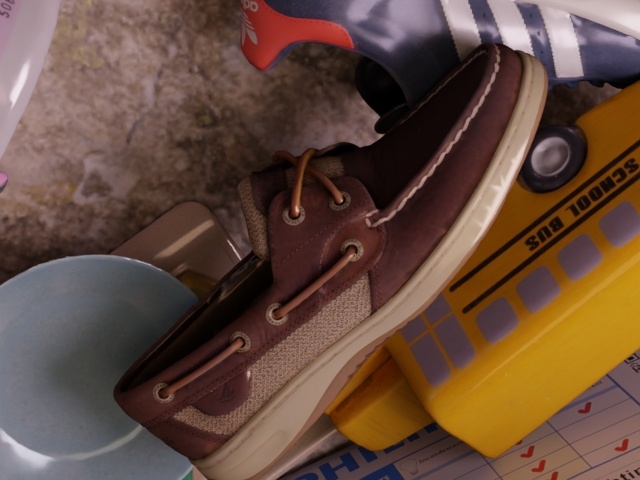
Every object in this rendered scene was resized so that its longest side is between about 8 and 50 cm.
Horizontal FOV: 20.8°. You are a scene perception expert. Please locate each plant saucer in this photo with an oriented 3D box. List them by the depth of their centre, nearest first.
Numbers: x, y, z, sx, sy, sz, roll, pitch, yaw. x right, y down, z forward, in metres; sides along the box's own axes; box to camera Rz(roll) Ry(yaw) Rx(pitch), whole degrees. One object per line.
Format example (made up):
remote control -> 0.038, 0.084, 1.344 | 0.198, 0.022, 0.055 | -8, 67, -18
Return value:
plant saucer -> -0.158, 0.094, 1.150 | 0.195, 0.037, 0.195 | -7, 112, -16

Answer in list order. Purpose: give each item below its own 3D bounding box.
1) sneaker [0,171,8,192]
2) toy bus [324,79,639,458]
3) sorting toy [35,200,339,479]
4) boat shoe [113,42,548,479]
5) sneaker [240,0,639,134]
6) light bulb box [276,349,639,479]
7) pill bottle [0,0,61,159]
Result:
sneaker -> -0.265, -0.036, 1.123 | 0.119, 0.047, 0.057 | -24, 92, -10
toy bus -> 0.146, 0.032, 1.169 | 0.333, 0.130, 0.108 | -40, 141, 12
sorting toy -> -0.104, 0.105, 1.211 | 0.193, 0.038, 0.208 | -36, 113, -3
boat shoe -> 0.000, 0.000, 1.086 | 0.123, 0.123, 0.342 | 36, 106, -17
sneaker -> 0.107, -0.131, 1.163 | 0.350, 0.131, 0.148 | 15, 112, -17
light bulb box -> 0.199, 0.255, 1.173 | 0.358, 0.361, 0.225 | -24, 113, -8
pill bottle -> -0.316, -0.147, 0.999 | 0.301, 0.169, 0.169 | 23, 99, -22
